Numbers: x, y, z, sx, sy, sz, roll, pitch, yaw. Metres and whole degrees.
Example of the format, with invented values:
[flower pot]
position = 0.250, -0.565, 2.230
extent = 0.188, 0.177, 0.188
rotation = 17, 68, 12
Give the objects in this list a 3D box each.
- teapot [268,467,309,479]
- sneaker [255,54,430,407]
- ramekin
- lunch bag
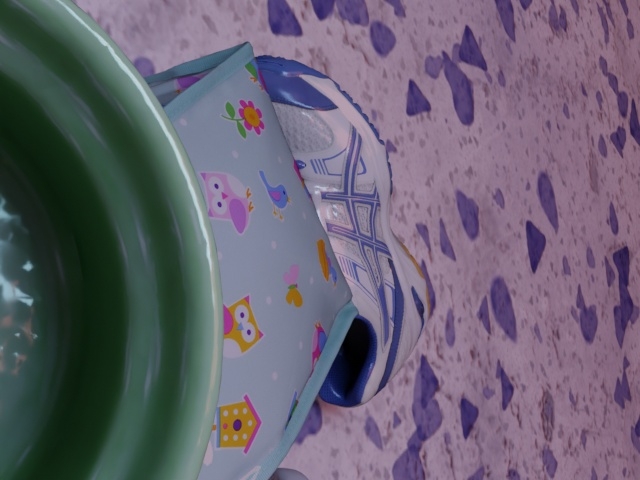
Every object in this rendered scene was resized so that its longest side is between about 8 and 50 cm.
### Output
[teapot]
position = -0.030, 0.305, 0.680
extent = 0.256, 0.187, 0.252
rotation = -33, 81, -37
[sneaker]
position = 0.000, 0.000, 0.860
extent = 0.296, 0.112, 0.131
rotation = 62, 38, -24
[ramekin]
position = -0.202, 0.033, 0.417
extent = 0.303, 0.148, 0.303
rotation = 1, 87, -22
[lunch bag]
position = -0.105, 0.034, 0.656
extent = 0.223, 0.160, 0.262
rotation = 66, 30, -20
